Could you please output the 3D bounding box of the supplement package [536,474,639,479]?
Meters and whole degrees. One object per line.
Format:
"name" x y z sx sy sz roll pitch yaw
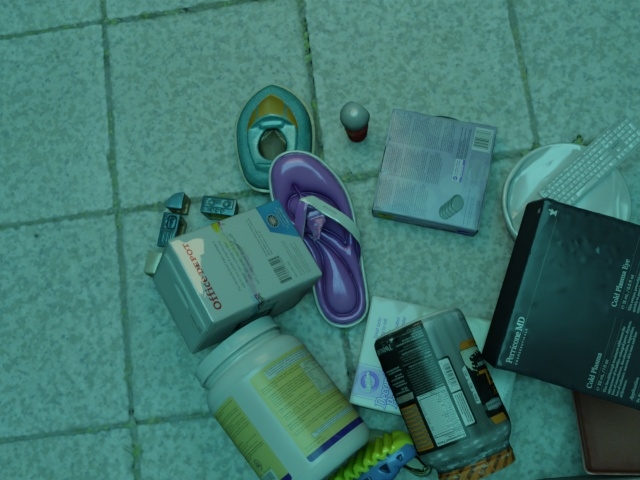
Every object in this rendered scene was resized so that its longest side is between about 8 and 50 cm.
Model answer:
"supplement package" 0.554 0.601 1.562 0.198 0.199 0.262 -6 77 3

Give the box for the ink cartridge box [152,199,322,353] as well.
"ink cartridge box" -0.182 0.077 1.696 0.270 0.197 0.198 -22 74 -31

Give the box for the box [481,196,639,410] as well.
"box" 0.523 0.123 1.570 0.312 0.179 0.343 17 89 2

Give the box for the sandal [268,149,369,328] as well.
"sandal" 0.014 -0.006 1.747 0.169 0.102 0.416 -23 95 -1

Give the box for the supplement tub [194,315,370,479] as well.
"supplement tub" -0.083 0.347 1.658 0.241 0.241 0.331 -38 77 -4

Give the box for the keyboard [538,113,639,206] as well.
"keyboard" 0.578 -0.161 1.694 0.256 0.014 0.072 -42 77 -4

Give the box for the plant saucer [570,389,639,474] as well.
"plant saucer" 0.651 0.367 1.641 0.258 0.047 0.259 -1 52 5

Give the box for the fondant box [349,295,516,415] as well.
"fondant box" 0.248 0.272 1.718 0.330 0.096 0.238 12 79 9

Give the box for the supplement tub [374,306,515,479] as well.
"supplement tub" 0.247 0.306 1.564 0.194 0.193 0.316 -22 79 0

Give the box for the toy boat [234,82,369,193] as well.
"toy boat" -0.044 -0.252 1.833 0.318 0.148 0.267 -9 77 4

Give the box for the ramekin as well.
"ramekin" 0.526 -0.069 1.751 0.273 0.127 0.273 -1 78 5

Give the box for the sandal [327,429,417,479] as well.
"sandal" 0.093 0.518 1.650 0.138 0.126 0.317 46 109 6

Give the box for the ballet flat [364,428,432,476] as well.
"ballet flat" 0.163 0.451 1.708 0.168 0.052 0.057 24 80 10

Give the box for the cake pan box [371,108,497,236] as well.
"cake pan box" 0.261 -0.162 1.828 0.246 0.070 0.267 11 79 5

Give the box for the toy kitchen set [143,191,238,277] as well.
"toy kitchen set" -0.287 -0.005 1.815 0.166 0.122 0.207 7 79 7
